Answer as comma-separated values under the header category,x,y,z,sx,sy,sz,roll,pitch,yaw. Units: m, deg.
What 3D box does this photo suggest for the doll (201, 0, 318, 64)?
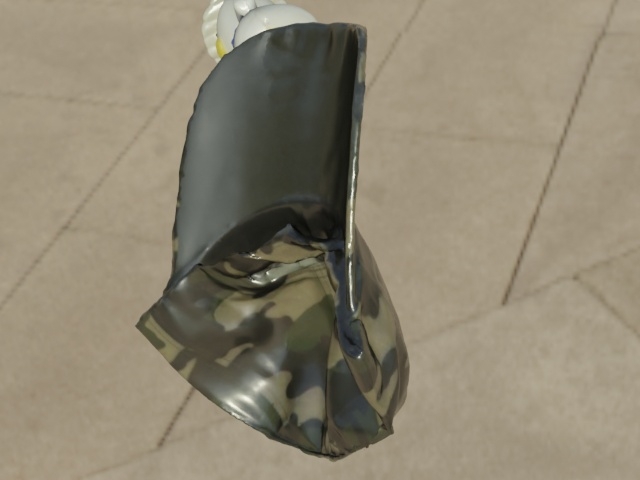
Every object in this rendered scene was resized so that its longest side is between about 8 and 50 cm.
category,x,y,z,sx,sy,sz,roll,pitch,yaw
doll,-0.070,-0.240,1.598,0.119,0.138,0.293,-37,23,0

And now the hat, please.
category,x,y,z,sx,sy,sz,roll,pitch,yaw
hat,0.000,0.000,1.294,0.366,0.257,0.382,12,75,49
